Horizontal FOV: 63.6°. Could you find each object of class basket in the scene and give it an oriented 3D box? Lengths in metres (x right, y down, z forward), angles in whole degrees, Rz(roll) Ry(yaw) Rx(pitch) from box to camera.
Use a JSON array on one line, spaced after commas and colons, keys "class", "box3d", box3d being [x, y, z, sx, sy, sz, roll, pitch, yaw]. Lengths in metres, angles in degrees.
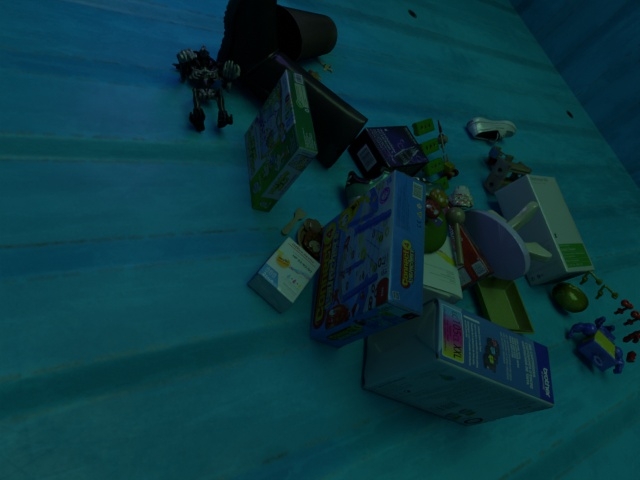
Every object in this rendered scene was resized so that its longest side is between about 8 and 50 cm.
[{"class": "basket", "box3d": [-0.061, -0.671, 1.683, 0.204, 0.154, 0.227, 51, 41, 11]}]

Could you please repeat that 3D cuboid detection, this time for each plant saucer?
[{"class": "plant saucer", "box3d": [0.549, 0.203, 1.580, 0.188, 0.045, 0.188, 9, 55, -31]}]

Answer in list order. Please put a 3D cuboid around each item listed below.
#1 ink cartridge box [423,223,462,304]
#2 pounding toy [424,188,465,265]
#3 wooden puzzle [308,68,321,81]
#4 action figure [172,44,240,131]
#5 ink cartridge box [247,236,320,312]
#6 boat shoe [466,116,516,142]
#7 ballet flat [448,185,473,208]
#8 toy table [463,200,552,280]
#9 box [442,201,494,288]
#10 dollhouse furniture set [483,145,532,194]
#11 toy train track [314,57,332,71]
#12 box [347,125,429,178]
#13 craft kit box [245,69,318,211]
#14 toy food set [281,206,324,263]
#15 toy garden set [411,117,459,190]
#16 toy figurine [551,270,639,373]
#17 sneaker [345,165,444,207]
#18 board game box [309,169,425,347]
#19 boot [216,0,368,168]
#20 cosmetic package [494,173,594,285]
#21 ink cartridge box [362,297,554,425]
[{"class": "ink cartridge box", "box3d": [0.238, 0.068, 1.355, 0.168, 0.171, 0.233, 17, 51, -25]}, {"class": "pounding toy", "box3d": [0.287, -0.064, 1.285, 0.236, 0.110, 0.183, 21, 50, -20]}, {"class": "wooden puzzle", "box3d": [-0.020, -0.541, 1.716, 0.049, 0.006, 0.083, 27, 47, -18]}, {"class": "action figure", "box3d": [-0.291, -0.423, 1.340, 0.164, 0.141, 0.276, -2, 62, -24]}, {"class": "ink cartridge box", "box3d": [-0.074, 0.067, 1.204, 0.104, 0.061, 0.181, 42, 44, -5]}, {"class": "boat shoe", "box3d": [0.716, -0.444, 2.142, 0.258, 0.095, 0.084, -1, 65, -25]}, {"class": "ballet flat", "box3d": [0.449, -0.139, 1.663, 0.091, 0.077, 0.241, 6, 4, 12]}, {"class": "toy table", "box3d": [0.575, -0.006, 1.622, 0.160, 0.252, 0.274, -16, 59, -33]}, {"class": "box", "box3d": [0.377, 0.016, 1.504, 0.257, 0.128, 0.122, 61, 20, 16]}, {"class": "dollhouse furniture set", "box3d": [0.673, -0.268, 1.973, 0.129, 0.129, 0.184, 4, 33, -34]}, {"class": "toy train track", "box3d": [0.010, -0.613, 1.785, 0.083, 0.014, 0.048, 37, 45, -8]}, {"class": "box", "box3d": [0.215, -0.268, 1.623, 0.207, 0.108, 0.153, -15, 69, -42]}, {"class": "craft kit box", "box3d": [-0.105, -0.241, 1.270, 0.060, 0.247, 0.250, 8, 55, -29]}, {"class": "toy food set", "box3d": [0.000, 0.000, 1.322, 0.192, 0.038, 0.132, 41, 45, -5]}, {"class": "toy garden set", "box3d": [0.384, -0.290, 1.751, 0.203, 0.049, 0.244, -27, 105, -46]}, {"class": "toy figurine", "box3d": [0.916, 0.307, 1.685, 0.362, 0.191, 0.217, 44, 49, 0]}, {"class": "sneaker", "box3d": [0.217, -0.158, 1.482, 0.302, 0.108, 0.121, -6, 84, -18]}, {"class": "board game box", "box3d": [0.102, 0.050, 1.145, 0.086, 0.302, 0.308, 21, 58, -23]}, {"class": "boot", "box3d": [-0.057, -0.435, 1.377, 0.445, 0.367, 0.146, 45, 67, -1]}, {"class": "cosmetic package", "box3d": [0.784, -0.036, 1.824, 0.196, 0.155, 0.366, -3, 70, -37]}, {"class": "ink cartridge box", "box3d": [0.333, 0.303, 1.188, 0.395, 0.270, 0.151, 26, 53, -19]}]
